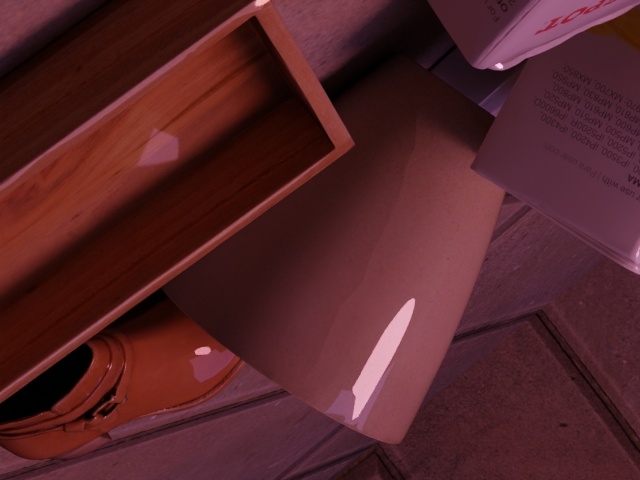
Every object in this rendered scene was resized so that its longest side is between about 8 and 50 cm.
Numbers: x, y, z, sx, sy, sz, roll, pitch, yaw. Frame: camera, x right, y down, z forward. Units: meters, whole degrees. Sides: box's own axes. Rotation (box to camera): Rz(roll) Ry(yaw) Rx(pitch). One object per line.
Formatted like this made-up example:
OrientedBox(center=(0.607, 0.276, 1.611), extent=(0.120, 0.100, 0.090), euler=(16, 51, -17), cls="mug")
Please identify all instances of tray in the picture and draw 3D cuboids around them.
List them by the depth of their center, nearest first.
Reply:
OrientedBox(center=(-0.187, -0.010, 1.216), extent=(0.411, 0.076, 0.203), euler=(-37, 150, -1), cls="tray")

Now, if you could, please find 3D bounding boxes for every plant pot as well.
OrientedBox(center=(0.042, -0.013, 1.598), extent=(0.274, 0.256, 0.256), euler=(-56, 165, 5), cls="plant pot")

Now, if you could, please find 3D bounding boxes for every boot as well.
OrientedBox(center=(-0.182, 0.100, 1.707), extent=(0.283, 0.109, 0.220), euler=(-29, 163, 3), cls="boot")

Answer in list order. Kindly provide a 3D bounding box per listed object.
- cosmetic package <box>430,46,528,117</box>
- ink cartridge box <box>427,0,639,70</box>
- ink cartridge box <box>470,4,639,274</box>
OrientedBox(center=(0.206, -0.198, 1.696), extent=(0.239, 0.060, 0.099), euler=(-42, 165, 24), cls="cosmetic package")
OrientedBox(center=(0.238, -0.300, 1.128), extent=(0.285, 0.166, 0.395), euler=(-25, 168, -36), cls="ink cartridge box")
OrientedBox(center=(0.306, -0.181, 1.509), extent=(0.385, 0.160, 0.279), euler=(-63, 162, 11), cls="ink cartridge box")
